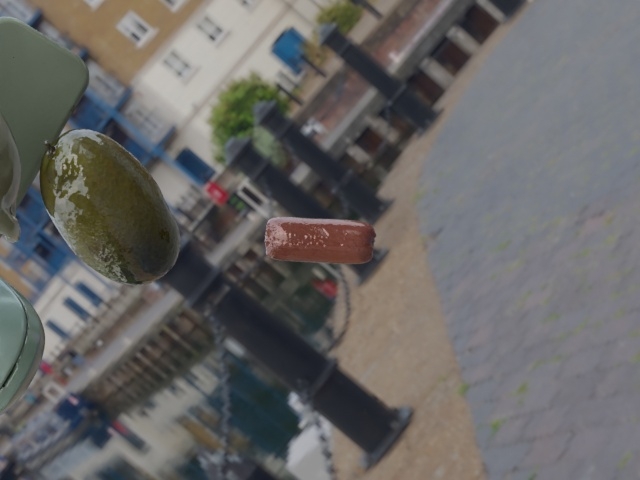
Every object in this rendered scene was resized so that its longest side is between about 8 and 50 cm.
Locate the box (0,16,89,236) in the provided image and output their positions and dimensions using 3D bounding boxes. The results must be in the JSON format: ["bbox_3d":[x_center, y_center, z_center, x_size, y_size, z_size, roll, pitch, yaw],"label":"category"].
[{"bbox_3d":[-0.541,-0.164,1.933,0.352,0.177,0.344,-61,17,-5],"label":"box"}]

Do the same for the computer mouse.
[{"bbox_3d":[-0.409,0.086,1.250,0.159,0.288,0.097,-61,-28,-5],"label":"computer mouse"}]

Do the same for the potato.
[{"bbox_3d":[-0.292,-0.050,1.631,0.174,0.251,0.159,1,49,48],"label":"potato"}]

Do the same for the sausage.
[{"bbox_3d":[0.000,0.000,1.656,0.062,0.154,0.062,3,-90,-90],"label":"sausage"}]

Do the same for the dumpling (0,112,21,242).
[{"bbox_3d":[-0.486,-0.117,1.542,0.187,0.318,0.243,-56,26,-8],"label":"dumpling"}]
